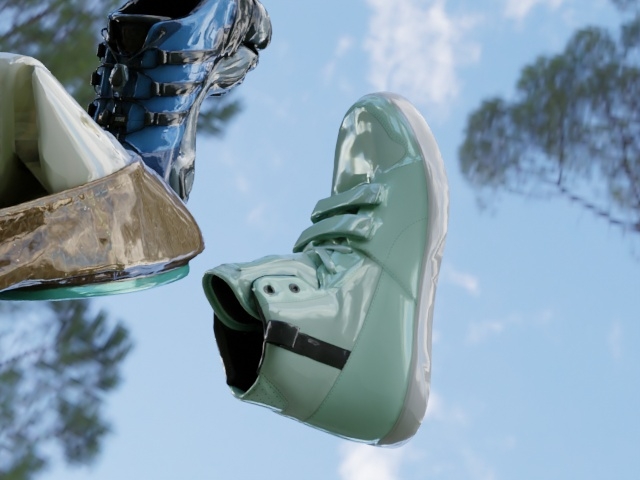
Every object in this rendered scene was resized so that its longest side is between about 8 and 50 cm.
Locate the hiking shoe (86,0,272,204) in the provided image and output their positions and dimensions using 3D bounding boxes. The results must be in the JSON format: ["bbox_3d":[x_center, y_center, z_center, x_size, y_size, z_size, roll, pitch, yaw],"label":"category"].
[{"bbox_3d":[-0.149,-0.117,1.446,0.113,0.304,0.132,5,-36,29],"label":"hiking shoe"}]

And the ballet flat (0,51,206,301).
[{"bbox_3d":[-0.173,-0.019,0.813,0.116,0.342,0.124,7,-76,38],"label":"ballet flat"}]

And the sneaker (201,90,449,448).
[{"bbox_3d":[0.000,0.000,1.212,0.151,0.256,0.094,17,-28,-31],"label":"sneaker"}]
